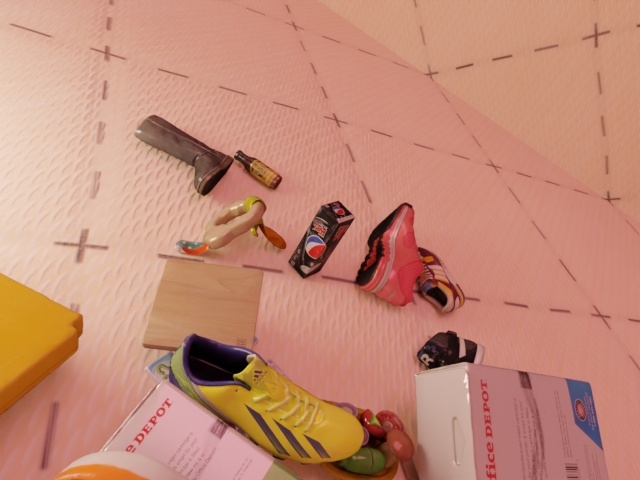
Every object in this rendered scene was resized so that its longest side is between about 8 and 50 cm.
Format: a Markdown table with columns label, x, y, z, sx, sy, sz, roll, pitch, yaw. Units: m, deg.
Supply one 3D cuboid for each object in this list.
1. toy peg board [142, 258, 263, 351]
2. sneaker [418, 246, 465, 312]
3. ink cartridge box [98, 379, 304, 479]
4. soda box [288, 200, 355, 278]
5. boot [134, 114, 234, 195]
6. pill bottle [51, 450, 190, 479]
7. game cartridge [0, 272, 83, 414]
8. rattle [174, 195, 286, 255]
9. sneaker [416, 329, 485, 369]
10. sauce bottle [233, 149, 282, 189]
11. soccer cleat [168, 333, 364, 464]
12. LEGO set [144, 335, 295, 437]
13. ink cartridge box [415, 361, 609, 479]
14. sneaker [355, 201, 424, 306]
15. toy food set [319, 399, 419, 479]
| label | x | y | z | sx | sy | sz | roll | pitch | yaw |
| --- | --- | --- | --- | --- | --- | --- | --- | --- | --- |
| toy peg board | -0.184 | 0.124 | 0.828 | 0.162 | 0.079 | 0.160 | 8 | 49 | -5 |
| sneaker | 0.260 | 0.088 | 1.204 | 0.084 | 0.069 | 0.185 | -8 | 50 | -47 |
| ink cartridge box | -0.155 | 0.300 | 0.612 | 0.220 | 0.092 | 0.160 | 35 | 58 | 5 |
| soda box | 0.000 | 0.000 | 1.038 | 0.053 | 0.168 | 0.060 | 46 | 39 | 19 |
| boot | -0.310 | -0.195 | 1.123 | 0.209 | 0.076 | 0.189 | 34 | 22 | -9 |
| pill bottle | -0.234 | 0.352 | 0.338 | 0.224 | 0.224 | 0.392 | 36 | 24 | 6 |
| game cartridge | -0.494 | 0.118 | 0.589 | 0.324 | 0.052 | 0.285 | 25 | 32 | 9 |
| rattle | -0.176 | 0.011 | 1.019 | 0.130 | 0.142 | 0.199 | 12 | 45 | 28 |
| sneaker | 0.237 | 0.266 | 0.992 | 0.121 | 0.079 | 0.217 | 23 | 39 | 13 |
| sauce bottle | -0.153 | -0.173 | 1.237 | 0.128 | 0.042 | 0.042 | 34 | 37 | 6 |
| soccer cleat | -0.073 | 0.215 | 0.697 | 0.289 | 0.121 | 0.093 | 21 | 35 | 4 |
| LEGO set | -0.121 | 0.227 | 0.790 | 0.244 | 0.060 | 0.182 | 43 | 42 | 14 |
| ink cartridge box | 0.315 | 0.336 | 0.839 | 0.308 | 0.129 | 0.223 | 15 | 63 | -27 |
| sneaker | 0.183 | 0.037 | 1.200 | 0.136 | 0.116 | 0.313 | 37 | 43 | -9 |
| toy food set | 0.085 | 0.307 | 0.801 | 0.218 | 0.071 | 0.128 | 23 | 35 | -27 |
